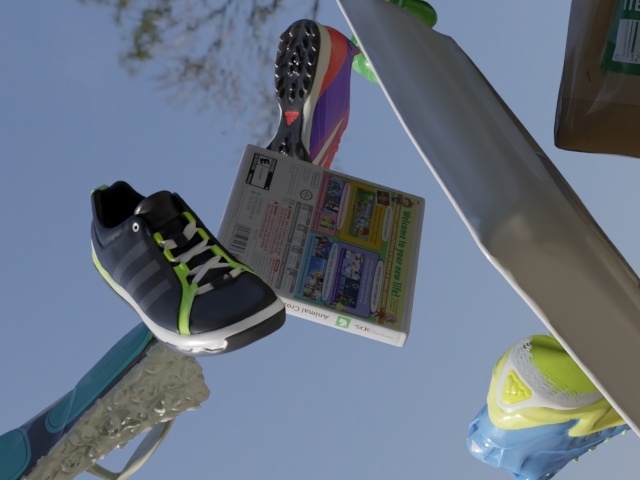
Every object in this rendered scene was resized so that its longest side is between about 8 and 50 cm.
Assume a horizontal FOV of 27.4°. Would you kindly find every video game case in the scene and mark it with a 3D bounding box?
[{"bbox_3d":[0.000,0.000,1.260,0.212,0.193,0.023,-78,6,-52],"label":"video game case"}]

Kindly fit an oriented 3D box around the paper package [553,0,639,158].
[{"bbox_3d":[0.309,-0.114,0.745,0.309,0.325,0.168,-17,-65,-76],"label":"paper package"}]

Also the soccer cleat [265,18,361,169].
[{"bbox_3d":[-0.013,-0.134,1.779,0.116,0.109,0.318,11,-93,-44],"label":"soccer cleat"}]

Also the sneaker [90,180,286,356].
[{"bbox_3d":[-0.121,0.013,1.025,0.084,0.235,0.097,-30,-56,-31],"label":"sneaker"}]

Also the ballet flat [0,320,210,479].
[{"bbox_3d":[-0.299,0.261,1.545,0.409,0.147,0.147,-38,-26,3],"label":"ballet flat"}]

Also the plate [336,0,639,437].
[{"bbox_3d":[0.130,-0.001,0.720,0.277,0.045,0.278,44,-166,-34],"label":"plate"}]

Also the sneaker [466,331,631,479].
[{"bbox_3d":[0.198,0.121,1.006,0.240,0.091,0.126,2,-45,-41],"label":"sneaker"}]

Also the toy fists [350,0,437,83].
[{"bbox_3d":[0.128,-0.362,1.921,0.096,0.142,0.279,25,-95,-26],"label":"toy fists"}]
